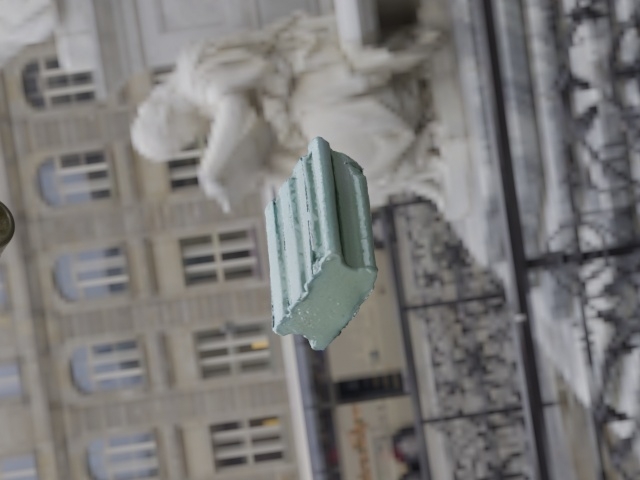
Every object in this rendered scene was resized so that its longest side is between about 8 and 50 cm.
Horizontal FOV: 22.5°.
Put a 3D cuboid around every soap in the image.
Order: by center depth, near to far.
[{"bbox_3d":[0.000,0.000,1.562,0.114,0.063,0.198,-54,24,30],"label":"soap"}]

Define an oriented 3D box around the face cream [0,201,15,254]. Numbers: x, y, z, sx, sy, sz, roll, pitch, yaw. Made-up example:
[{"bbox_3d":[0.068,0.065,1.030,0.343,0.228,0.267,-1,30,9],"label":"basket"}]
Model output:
[{"bbox_3d":[-0.514,0.055,2.216,0.341,0.084,0.137,-45,49,48],"label":"face cream"}]
